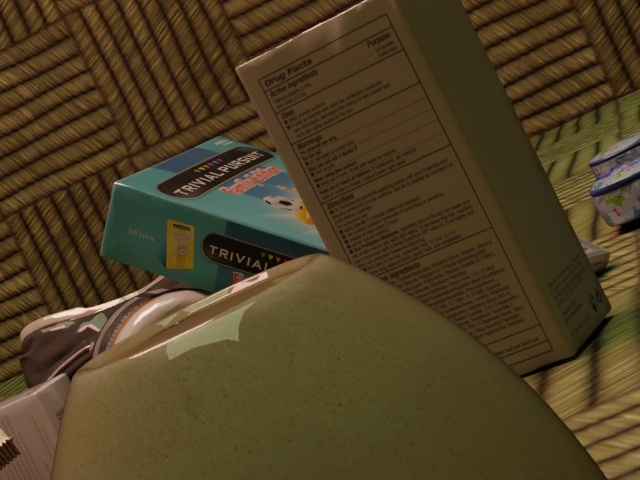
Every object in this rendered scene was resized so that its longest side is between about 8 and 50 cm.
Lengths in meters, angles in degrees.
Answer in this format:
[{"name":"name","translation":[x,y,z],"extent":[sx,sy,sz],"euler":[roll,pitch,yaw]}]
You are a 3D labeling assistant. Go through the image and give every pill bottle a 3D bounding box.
[{"name":"pill bottle","translation":[-0.141,0.127,1.552],"extent":[0.162,0.162,0.278],"euler":[-27,4,-12]}]

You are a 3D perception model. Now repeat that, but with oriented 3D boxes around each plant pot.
[{"name":"plant pot","translation":[-0.016,0.118,0.743],"extent":[0.284,0.191,0.284],"euler":[-25,5,2]}]

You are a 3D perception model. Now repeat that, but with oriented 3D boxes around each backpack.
[{"name":"backpack","translation":[0.328,-0.064,1.647],"extent":[0.105,0.084,0.114],"euler":[-27,6,20]}]

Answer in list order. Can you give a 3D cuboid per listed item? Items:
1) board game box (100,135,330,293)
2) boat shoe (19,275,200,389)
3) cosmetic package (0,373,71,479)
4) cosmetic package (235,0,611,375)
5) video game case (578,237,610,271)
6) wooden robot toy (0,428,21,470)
[{"name":"board game box","translation":[0.000,0.000,1.510],"extent":[0.336,0.079,0.254],"euler":[18,18,14]},{"name":"boat shoe","translation":[-0.181,0.100,1.779],"extent":[0.335,0.095,0.112],"euler":[-22,-30,11]},{"name":"cosmetic package","translation":[-0.361,0.244,1.717],"extent":[0.231,0.117,0.085],"euler":[-23,4,18]},{"name":"cosmetic package","translation":[0.083,-0.039,1.245],"extent":[0.160,0.309,0.113],"euler":[-23,5,31]},{"name":"video game case","translation":[0.145,-0.005,1.458],"extent":[0.190,0.022,0.173],"euler":[25,22,32]},{"name":"wooden robot toy","translation":[-0.366,0.259,1.567],"extent":[0.173,0.076,0.079],"euler":[-27,40,-28]}]
